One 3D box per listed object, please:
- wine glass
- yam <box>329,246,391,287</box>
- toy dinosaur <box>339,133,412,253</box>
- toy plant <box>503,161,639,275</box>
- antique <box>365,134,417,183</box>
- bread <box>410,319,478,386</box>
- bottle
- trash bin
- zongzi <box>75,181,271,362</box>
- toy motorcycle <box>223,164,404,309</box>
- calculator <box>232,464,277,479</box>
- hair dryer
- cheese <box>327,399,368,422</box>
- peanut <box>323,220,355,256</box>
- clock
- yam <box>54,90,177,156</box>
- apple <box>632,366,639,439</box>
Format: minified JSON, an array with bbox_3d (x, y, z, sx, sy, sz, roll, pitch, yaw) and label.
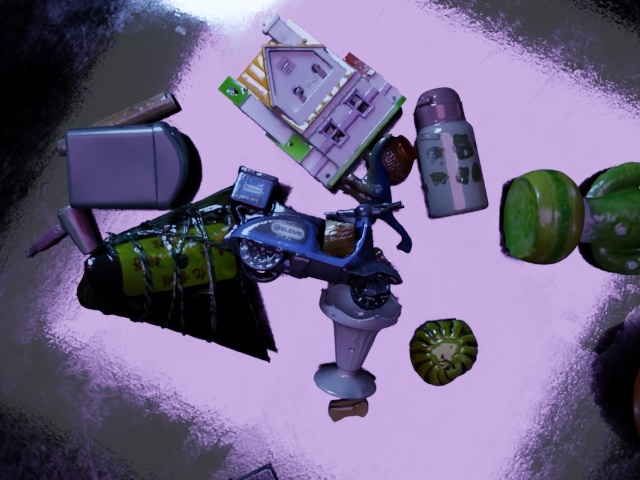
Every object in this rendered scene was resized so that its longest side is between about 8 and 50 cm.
[{"bbox_3d":[0.067,0.196,1.817,0.165,0.165,0.196,9,109,3],"label":"wine glass"},{"bbox_3d":[0.076,0.066,1.885,0.132,0.054,0.054,-34,88,4],"label":"yam"},{"bbox_3d":[0.137,-0.087,1.809,0.188,0.247,0.075,33,51,3],"label":"toy dinosaur"},{"bbox_3d":[0.533,-0.046,1.820,0.316,0.184,0.224,3,95,-13],"label":"toy plant"},{"bbox_3d":[0.137,-0.159,1.857,0.104,0.104,0.104,0,90,3],"label":"antique"},{"bbox_3d":[0.248,0.224,1.867,0.139,0.071,0.130,-15,85,3],"label":"bread"},{"bbox_3d":[0.253,-0.175,1.841,0.120,0.120,0.253,-10,89,3],"label":"bottle"},{"bbox_3d":[-0.380,-0.148,1.865,0.236,0.101,0.176,-1,103,-4],"label":"trash bin"},{"bbox_3d":[-0.264,0.111,1.825,0.383,0.319,0.362,-21,87,-15],"label":"zongzi"},{"bbox_3d":[-0.008,-0.005,1.759,0.359,0.125,0.212,17,71,2],"label":"toy motorcycle"},{"bbox_3d":[-0.118,0.606,1.912,0.161,0.021,0.261,-25,89,2],"label":"calculator"},{"bbox_3d":[-0.541,-0.003,1.927,0.154,0.054,0.106,-22,93,13],"label":"hair dryer"},{"bbox_3d":[0.057,0.346,1.898,0.083,0.030,0.044,-8,111,-1],"label":"cheese"},{"bbox_3d":[0.000,0.000,1.872,0.207,0.087,0.087,-15,89,1],"label":"peanut"},{"bbox_3d":[-0.024,-0.287,1.835,0.309,0.166,0.235,41,92,-5],"label":"clock"},{"bbox_3d":[-0.420,-0.236,1.913,0.264,0.046,0.046,-24,89,4],"label":"yam"},{"bbox_3d":[0.744,0.300,1.704,0.349,0.348,0.277,-12,98,3],"label":"apple"}]
